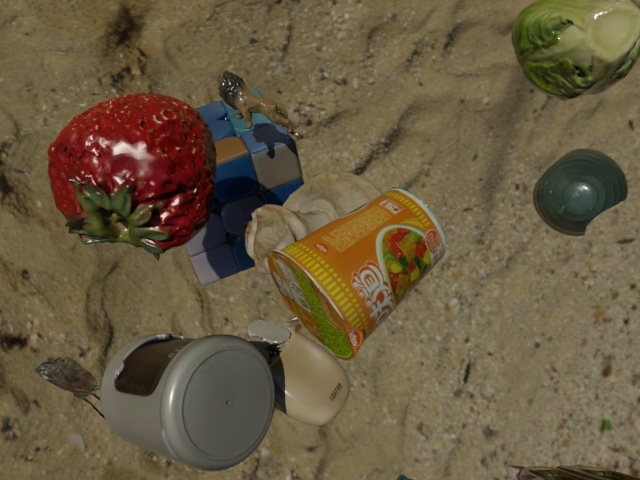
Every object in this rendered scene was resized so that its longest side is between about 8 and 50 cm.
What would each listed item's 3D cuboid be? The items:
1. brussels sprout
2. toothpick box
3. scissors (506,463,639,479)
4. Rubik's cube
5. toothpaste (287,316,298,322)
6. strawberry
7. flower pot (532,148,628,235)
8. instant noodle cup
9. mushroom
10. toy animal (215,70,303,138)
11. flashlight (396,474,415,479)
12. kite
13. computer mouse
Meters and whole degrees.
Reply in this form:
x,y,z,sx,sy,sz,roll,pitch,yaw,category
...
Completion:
x,y,z,sx,sy,sz,roll,pitch,yaw,category
0.502,-0.385,1.161,0.210,0.271,0.220,-31,102,3,brussels sprout
-0.244,0.274,1.042,0.228,0.316,0.229,7,80,-43,toothpick box
0.286,0.231,0.521,0.160,0.317,0.024,6,79,-12,scissors
-0.242,-0.149,1.611,0.346,0.344,0.347,-22,132,-9,Rubik's cube
0.055,0.134,1.340,0.096,0.265,0.061,29,40,-75,toothpaste
-0.284,-0.127,0.953,0.257,0.257,0.277,47,37,-38,strawberry
0.557,-0.106,1.297,0.189,0.157,0.243,-49,164,21,flower pot
0.055,0.030,0.753,0.185,0.168,0.169,-37,124,-19,instant noodle cup
0.000,0.000,1.136,0.290,0.297,0.298,25,87,-47,mushroom
-0.132,-0.268,1.264,0.219,0.069,0.086,30,117,-15,toy animal
0.200,0.498,1.162,0.129,0.051,0.051,44,73,-12,flashlight
-0.486,0.316,1.252,0.016,0.229,0.127,-59,168,10,kite
-0.056,0.243,1.120,0.145,0.236,0.082,-46,162,-39,computer mouse
